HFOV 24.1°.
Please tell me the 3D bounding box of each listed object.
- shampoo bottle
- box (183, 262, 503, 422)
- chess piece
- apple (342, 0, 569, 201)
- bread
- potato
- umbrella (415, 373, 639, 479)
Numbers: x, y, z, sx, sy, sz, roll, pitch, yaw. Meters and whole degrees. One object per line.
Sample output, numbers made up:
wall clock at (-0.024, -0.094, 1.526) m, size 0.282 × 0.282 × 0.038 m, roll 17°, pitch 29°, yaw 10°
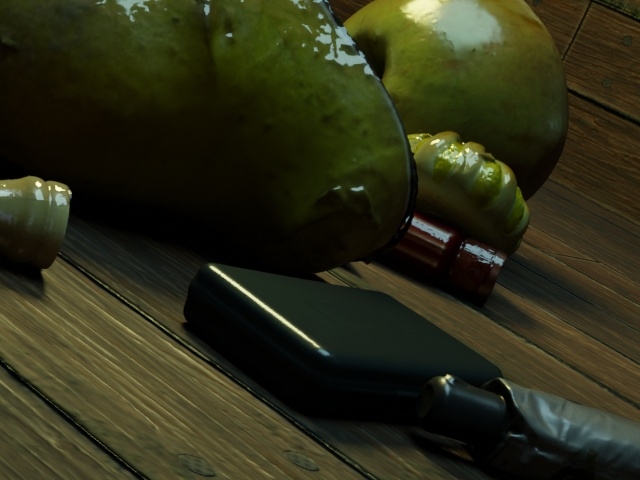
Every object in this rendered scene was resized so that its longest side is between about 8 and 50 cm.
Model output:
shampoo bottle at (0.078, -0.014, 1.661) m, size 0.260 × 0.064 × 0.102 m, roll 25°, pitch 0°, yaw 7°
box at (0.020, 0.079, 1.134) m, size 0.230 × 0.050 × 0.160 m, roll 12°, pitch 17°, yaw -49°
chess piece at (-0.241, -0.022, 1.043) m, size 0.122 × 0.066 × 0.066 m, roll 13°, pitch 14°, yaw -23°
apple at (0.148, -0.178, 1.968) m, size 0.305 × 0.338 × 0.338 m, roll -4°, pitch 28°, yaw -45°
bread at (0.146, -0.052, 1.725) m, size 0.213 × 0.104 × 0.213 m, roll 26°, pitch -25°, yaw 13°
potato at (-0.152, -0.101, 1.330) m, size 0.296 × 0.290 × 0.397 m, roll -26°, pitch 86°, yaw -39°
umbrella at (0.224, 0.167, 1.115) m, size 0.337 × 0.067 × 0.073 m, roll 20°, pitch 1°, yaw -17°
